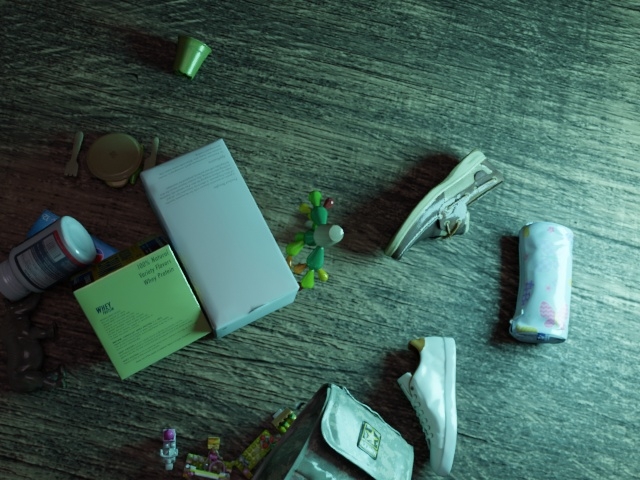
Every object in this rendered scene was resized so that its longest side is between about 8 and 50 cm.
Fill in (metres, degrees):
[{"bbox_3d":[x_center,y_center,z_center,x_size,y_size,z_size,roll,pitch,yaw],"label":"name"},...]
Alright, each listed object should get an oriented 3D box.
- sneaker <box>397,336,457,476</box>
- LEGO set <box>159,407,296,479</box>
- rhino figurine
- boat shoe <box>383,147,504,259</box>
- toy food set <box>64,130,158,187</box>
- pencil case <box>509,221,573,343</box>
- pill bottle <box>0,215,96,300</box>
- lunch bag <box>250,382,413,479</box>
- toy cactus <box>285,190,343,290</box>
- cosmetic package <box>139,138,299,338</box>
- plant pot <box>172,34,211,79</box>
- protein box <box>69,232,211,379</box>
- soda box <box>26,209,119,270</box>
[{"bbox_3d":[0.221,0.346,1.547,0.123,0.106,0.290,3,65,0],"label":"sneaker"},{"bbox_3d":[-0.172,0.418,1.462,0.287,0.107,0.132,-8,76,-10],"label":"LEGO set"},{"bbox_3d":[-0.589,0.194,1.487,0.106,0.073,0.243,-13,75,-14],"label":"rhino figurine"},{"bbox_3d":[0.285,-0.061,1.655,0.123,0.123,0.342,44,67,7],"label":"boat shoe"},{"bbox_3d":[-0.456,-0.178,1.631,0.192,0.038,0.132,6,67,-1],"label":"toy food set"},{"bbox_3d":[0.494,0.096,1.640,0.124,0.113,0.273,6,73,15],"label":"pencil case"},{"bbox_3d":[-0.548,0.040,1.455,0.180,0.108,0.108,-30,80,7],"label":"pill bottle"},{"bbox_3d":[0.033,0.450,1.432,0.235,0.169,0.287,40,71,-14],"label":"lunch bag"},{"bbox_3d":[0.000,0.000,1.573,0.112,0.180,0.219,21,77,-23],"label":"toy cactus"},{"bbox_3d":[-0.214,-0.002,1.549,0.197,0.155,0.365,-24,80,-13],"label":"cosmetic package"},{"bbox_3d":[-0.305,-0.418,1.698,0.083,0.083,0.079,22,85,-1],"label":"plant pot"},{"bbox_3d":[-0.358,0.126,1.464,0.200,0.136,0.201,-28,109,-14],"label":"protein box"},{"bbox_3d":[-0.503,0.022,1.548,0.210,0.067,0.071,29,73,1],"label":"soda box"}]
